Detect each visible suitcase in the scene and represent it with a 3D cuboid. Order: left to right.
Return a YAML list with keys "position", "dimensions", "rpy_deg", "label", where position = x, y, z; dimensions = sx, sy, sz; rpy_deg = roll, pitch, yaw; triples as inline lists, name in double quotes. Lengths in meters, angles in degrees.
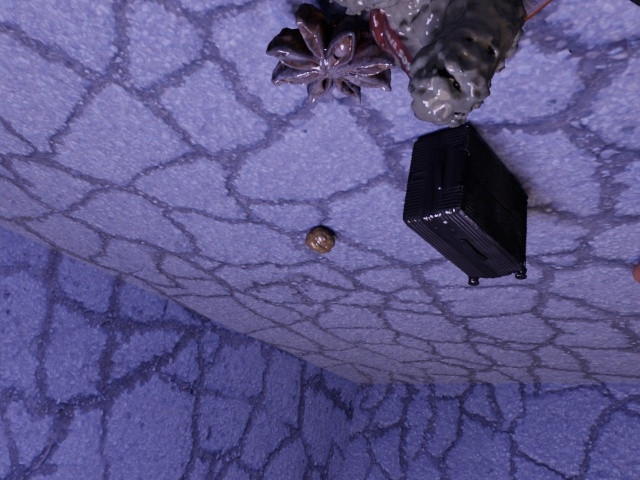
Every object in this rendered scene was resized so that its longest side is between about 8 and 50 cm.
- position: [0.332, -0.068, 1.197]
  dimensions: [0.152, 0.230, 0.335]
  rpy_deg: [-14, 144, 41]
  label: "suitcase"

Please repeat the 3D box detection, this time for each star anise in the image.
- position: [0.025, -0.334, 0.947]
  dimensions: [0.223, 0.109, 0.236]
  rpy_deg: [9, 168, 4]
  label: "star anise"

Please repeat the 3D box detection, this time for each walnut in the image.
- position: [0.000, 0.000, 1.663]
  dimensions: [0.079, 0.083, 0.096]
  rpy_deg: [-37, 130, 22]
  label: "walnut"

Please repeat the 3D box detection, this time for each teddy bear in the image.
- position: [0.106, -0.333, 0.742]
  dimensions: [0.367, 0.357, 0.224]
  rpy_deg: [37, 109, 4]
  label: "teddy bear"

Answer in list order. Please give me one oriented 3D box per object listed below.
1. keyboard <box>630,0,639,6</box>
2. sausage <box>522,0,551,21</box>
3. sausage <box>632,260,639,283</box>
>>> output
- position: [0.456, -0.384, 0.740]
  dimensions: [0.316, 0.027, 0.106]
  rpy_deg: [21, 156, -17]
  label: "keyboard"
- position: [0.276, -0.340, 0.851]
  dimensions: [0.053, 0.053, 0.347]
  rpy_deg: [22, 158, -18]
  label: "sausage"
- position: [0.882, 0.040, 1.334]
  dimensions: [0.086, 0.086, 0.289]
  rpy_deg: [10, 156, 6]
  label: "sausage"
